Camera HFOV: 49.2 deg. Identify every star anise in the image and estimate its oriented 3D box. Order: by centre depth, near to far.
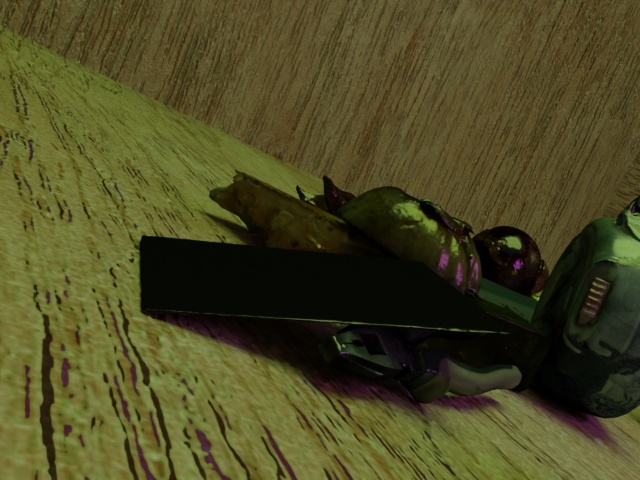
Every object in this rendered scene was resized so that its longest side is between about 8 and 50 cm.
[{"bbox_3d":[0.060,-0.002,1.112,0.272,0.102,0.272,19,-22,8],"label":"star anise"}]

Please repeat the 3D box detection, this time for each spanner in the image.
[{"bbox_3d":[0.103,0.105,0.651,0.325,0.040,0.095,13,45,-52],"label":"spanner"}]

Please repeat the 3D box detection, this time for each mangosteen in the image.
[{"bbox_3d":[0.385,0.077,1.462,0.217,0.192,0.192,51,9,2],"label":"mangosteen"}]

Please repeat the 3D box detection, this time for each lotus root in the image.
[{"bbox_3d":[0.125,-0.012,0.846,0.204,0.078,0.183,31,12,-8],"label":"lotus root"}]

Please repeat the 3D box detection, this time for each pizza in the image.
[{"bbox_3d":[0.013,0.003,0.979,0.268,0.087,0.258,20,9,-47],"label":"pizza"}]

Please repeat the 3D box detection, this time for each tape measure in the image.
[{"bbox_3d":[0.372,0.089,0.926,0.147,0.275,0.256,24,-23,7],"label":"tape measure"}]

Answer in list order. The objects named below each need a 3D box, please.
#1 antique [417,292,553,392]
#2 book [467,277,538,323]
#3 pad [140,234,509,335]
[{"bbox_3d":[0.163,0.103,0.838,0.221,0.081,0.080,24,8,-26],"label":"antique"},{"bbox_3d":[0.351,0.147,1.194,0.379,0.031,0.264,21,21,-34],"label":"book"},{"bbox_3d":[-0.008,0.038,0.630,0.300,0.005,0.202,5,15,-16],"label":"pad"}]
